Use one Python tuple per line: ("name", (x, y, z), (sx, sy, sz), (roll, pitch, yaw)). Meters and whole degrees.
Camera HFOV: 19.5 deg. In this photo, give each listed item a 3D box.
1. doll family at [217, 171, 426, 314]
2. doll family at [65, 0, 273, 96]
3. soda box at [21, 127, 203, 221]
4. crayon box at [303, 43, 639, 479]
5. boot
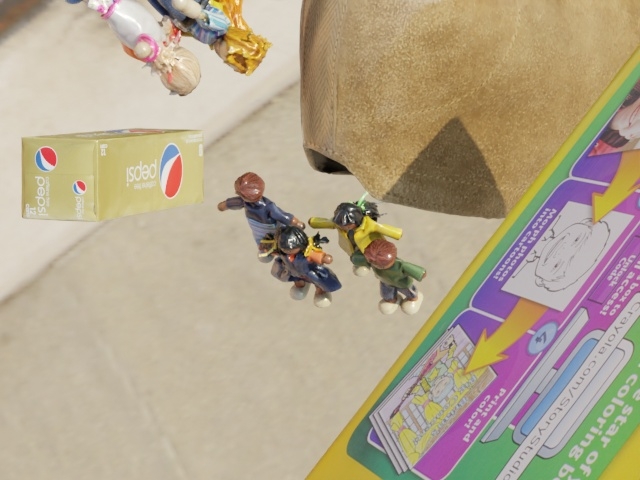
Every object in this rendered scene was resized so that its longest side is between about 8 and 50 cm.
("doll family", (0.000, 0.000, 1.540), (0.193, 0.111, 0.076), (3, 62, 19))
("doll family", (-0.118, -0.193, 1.545), (0.163, 0.263, 0.118), (41, 91, -6))
("soda box", (-0.147, -0.049, 1.344), (0.061, 0.181, 0.058), (3, 97, 20))
("crayon box", (0.087, 0.056, 0.507), (0.081, 0.165, 0.278), (40, 84, -19))
("boot", (0.106, -0.075, 0.776), (0.112, 0.305, 0.115), (22, 109, 45))
